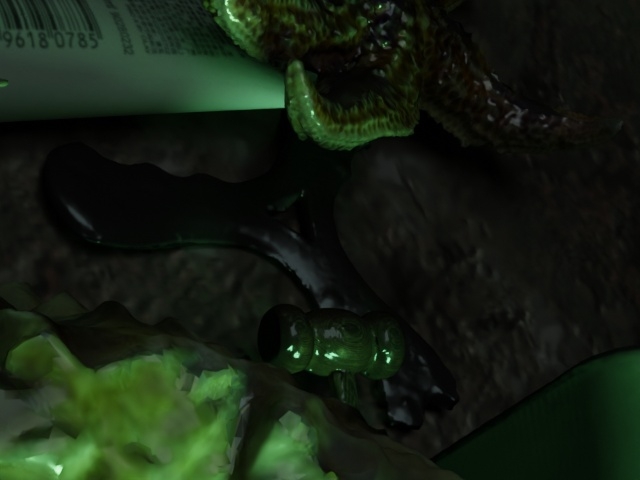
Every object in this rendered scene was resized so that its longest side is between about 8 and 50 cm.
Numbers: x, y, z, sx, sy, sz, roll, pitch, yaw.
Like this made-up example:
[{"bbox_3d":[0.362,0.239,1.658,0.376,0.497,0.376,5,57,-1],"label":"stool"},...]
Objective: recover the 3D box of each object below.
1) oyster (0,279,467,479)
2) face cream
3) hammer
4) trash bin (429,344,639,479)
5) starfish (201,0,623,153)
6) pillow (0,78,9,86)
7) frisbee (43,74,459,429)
[{"bbox_3d":[-0.100,0.098,0.534,0.351,0.115,0.238,9,55,-11],"label":"oyster"},{"bbox_3d":[-0.104,-0.082,0.699,0.243,0.058,0.092,-8,53,-42],"label":"face cream"},{"bbox_3d":[0.024,0.161,0.640,0.058,0.029,0.292,4,64,-27],"label":"hammer"},{"bbox_3d":[0.177,0.229,0.616,0.222,0.158,0.344,11,56,-29],"label":"trash bin"},{"bbox_3d":[0.033,-0.098,0.778,0.216,0.071,0.238,47,37,0],"label":"starfish"},{"bbox_3d":[-0.209,-0.026,0.524,0.181,0.134,0.078,-46,135,-30],"label":"pillow"},{"bbox_3d":[0.000,0.000,0.742,0.187,0.012,0.211,51,46,5],"label":"frisbee"}]
